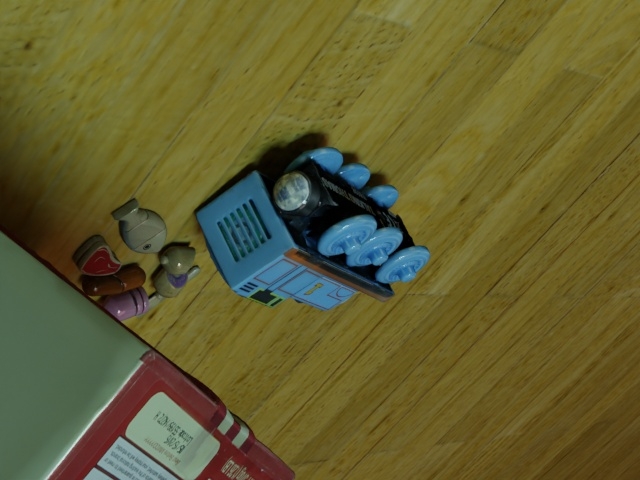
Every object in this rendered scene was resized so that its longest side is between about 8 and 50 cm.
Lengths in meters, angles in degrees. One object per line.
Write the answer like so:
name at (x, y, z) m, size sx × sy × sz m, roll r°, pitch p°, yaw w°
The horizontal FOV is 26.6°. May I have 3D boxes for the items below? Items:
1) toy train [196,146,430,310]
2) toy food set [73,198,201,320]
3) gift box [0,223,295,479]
toy train at (0.000, 0.000, 0.921) m, size 0.105 × 0.080 × 0.184 m, roll -32°, pitch 156°, yaw 15°
toy food set at (-0.120, 0.023, 0.879) m, size 0.078 × 0.019 × 0.122 m, roll -37°, pitch 153°, yaw 4°
gift box at (-0.184, 0.091, 0.676) m, size 0.276 × 0.258 × 0.255 m, roll -50°, pitch 154°, yaw -14°
